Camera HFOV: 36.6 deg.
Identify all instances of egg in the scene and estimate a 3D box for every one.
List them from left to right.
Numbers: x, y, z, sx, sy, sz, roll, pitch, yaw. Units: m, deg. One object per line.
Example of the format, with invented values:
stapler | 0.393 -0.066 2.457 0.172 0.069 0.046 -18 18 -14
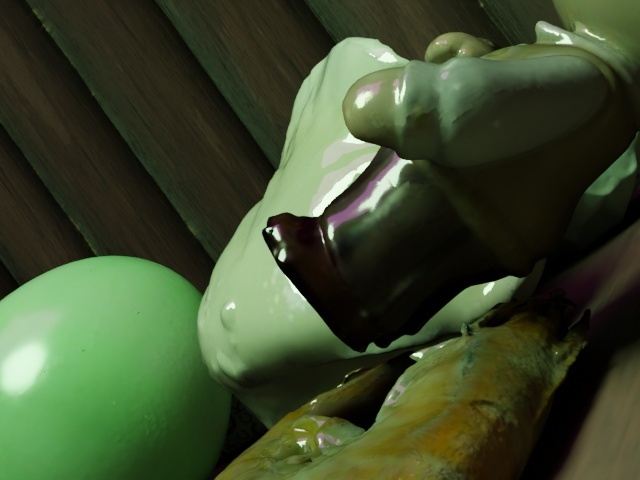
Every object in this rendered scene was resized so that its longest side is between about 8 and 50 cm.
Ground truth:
egg | -0.183 0.134 0.767 0.220 0.220 0.269 -36 17 41

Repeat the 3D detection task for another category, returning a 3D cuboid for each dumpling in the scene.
dumpling | 0.000 0.000 0.646 0.187 0.242 0.318 -10 -8 -29

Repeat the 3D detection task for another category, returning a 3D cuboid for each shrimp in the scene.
shrimp | 0.036 0.075 0.395 0.133 0.053 0.236 -23 6 42

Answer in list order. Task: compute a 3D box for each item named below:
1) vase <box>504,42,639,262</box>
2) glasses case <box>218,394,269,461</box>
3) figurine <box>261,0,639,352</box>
vase | 0.112 -0.025 0.818 0.165 0.165 0.360 -36 -4 -27
glasses case | -0.082 0.119 0.908 0.355 0.137 0.085 -37 -1 32
figurine | 0.137 -0.105 0.441 0.365 0.206 0.218 -26 -24 12
